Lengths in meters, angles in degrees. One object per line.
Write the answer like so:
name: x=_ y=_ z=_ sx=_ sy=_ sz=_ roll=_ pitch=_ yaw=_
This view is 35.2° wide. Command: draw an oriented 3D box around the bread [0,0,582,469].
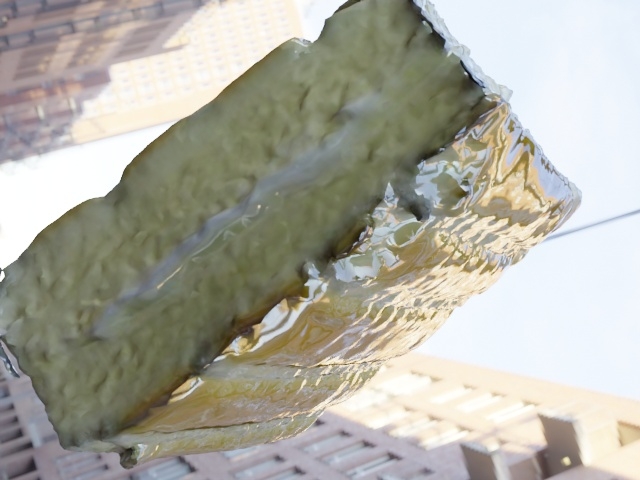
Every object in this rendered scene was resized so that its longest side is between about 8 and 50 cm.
bread: x=0.000 y=0.000 z=0.491 sx=0.111 sy=0.239 sz=0.246 roll=54 pitch=15 yaw=17
